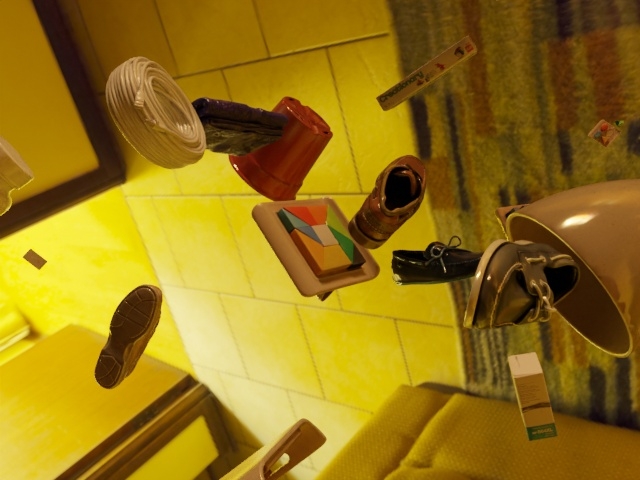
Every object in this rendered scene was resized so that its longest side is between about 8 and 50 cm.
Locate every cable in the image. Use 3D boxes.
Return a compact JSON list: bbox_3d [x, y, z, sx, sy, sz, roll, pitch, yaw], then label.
[{"bbox_3d":[-0.350,-0.271,1.356,0.089,0.257,0.257,-29,53,14],"label":"cable"}]

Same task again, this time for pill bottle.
[{"bbox_3d":[-0.575,-0.069,0.986,0.124,0.221,0.124,51,171,11],"label":"pill bottle"}]

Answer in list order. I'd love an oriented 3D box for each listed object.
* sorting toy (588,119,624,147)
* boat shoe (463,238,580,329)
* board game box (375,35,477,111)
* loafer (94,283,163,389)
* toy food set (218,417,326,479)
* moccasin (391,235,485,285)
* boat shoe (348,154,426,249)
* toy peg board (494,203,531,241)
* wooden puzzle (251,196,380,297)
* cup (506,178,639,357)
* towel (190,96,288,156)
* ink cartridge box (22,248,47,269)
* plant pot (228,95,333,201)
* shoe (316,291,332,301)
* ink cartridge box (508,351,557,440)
[{"bbox_3d":[0.760,-0.294,1.654,0.062,0.012,0.083,42,92,21],"label":"sorting toy"},{"bbox_3d":[0.292,0.062,0.882,0.099,0.319,0.116,19,106,29],"label":"boat shoe"},{"bbox_3d":[0.315,-0.487,1.838,0.305,0.193,0.053,-31,95,19],"label":"board game box"},{"bbox_3d":[-0.201,0.100,0.669,0.045,0.039,0.125,31,100,14],"label":"loafer"},{"bbox_3d":[-0.113,0.399,0.957,0.220,0.306,0.092,-39,82,9],"label":"toy food set"},{"bbox_3d":[0.328,0.060,1.789,0.342,0.138,0.116,-11,95,42],"label":"moccasin"},{"bbox_3d":[0.163,-0.097,1.250,0.111,0.307,0.104,35,132,-2],"label":"boat shoe"},{"bbox_3d":[0.551,-0.032,1.572,0.079,0.161,0.160,-53,49,56],"label":"toy peg board"},{"bbox_3d":[0.000,0.000,1.282,0.044,0.239,0.221,-46,68,36],"label":"wooden puzzle"},{"bbox_3d":[0.554,0.019,1.183,0.331,0.237,0.331,55,178,4],"label":"cup"},{"bbox_3d":[-0.255,-0.280,1.631,0.228,0.308,0.076,-22,78,35],"label":"towel"},{"bbox_3d":[-0.663,0.045,1.452,0.048,0.028,0.083,43,161,-17],"label":"ink cartridge box"},{"bbox_3d":[-0.114,-0.305,2.038,0.272,0.272,0.265,45,114,10],"label":"plant pot"},{"bbox_3d":[0.063,0.117,2.052,0.219,0.077,0.058,-43,50,16],"label":"shoe"},{"bbox_3d":[0.611,0.447,1.808,0.086,0.148,0.203,-13,101,13],"label":"ink cartridge box"}]
